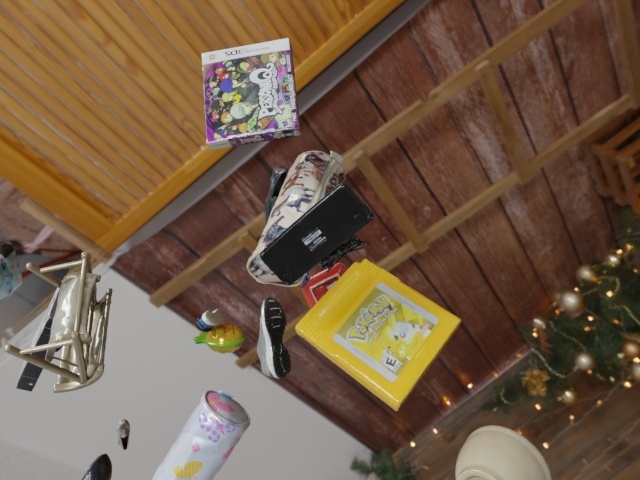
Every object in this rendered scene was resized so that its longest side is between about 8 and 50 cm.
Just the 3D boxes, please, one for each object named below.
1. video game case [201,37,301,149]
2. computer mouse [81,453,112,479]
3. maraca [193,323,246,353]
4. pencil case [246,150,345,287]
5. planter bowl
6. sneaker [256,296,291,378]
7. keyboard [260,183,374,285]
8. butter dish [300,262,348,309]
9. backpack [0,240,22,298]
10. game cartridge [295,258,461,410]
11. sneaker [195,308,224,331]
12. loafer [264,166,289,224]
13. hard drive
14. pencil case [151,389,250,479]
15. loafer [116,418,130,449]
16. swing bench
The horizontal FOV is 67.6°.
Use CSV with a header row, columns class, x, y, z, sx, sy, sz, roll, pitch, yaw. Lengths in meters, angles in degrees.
class,x,y,z,sx,sy,sz,roll,pitch,yaw
video game case,-0.158,-0.331,1.078,0.042,0.210,0.232,61,-157,-75
computer mouse,-0.784,0.869,1.618,0.072,0.272,0.189,22,156,9
maraca,-0.349,0.339,1.660,0.127,0.185,0.099,-28,-63,-72
pencil case,-0.050,-0.069,1.295,0.160,0.183,0.411,42,-131,-27
planter bowl,0.304,0.425,0.834,0.109,0.162,0.162,-11,-124,-48
sneaker,-0.176,0.328,1.616,0.100,0.107,0.272,6,-105,-48
keyboard,0.000,0.000,0.758,0.100,0.192,0.038,49,-157,-5
butter dish,0.045,0.167,1.489,0.160,0.159,0.118,63,-168,7
backpack,-1.122,0.114,1.625,0.144,0.165,0.189,-102,11,-55
game cartridge,0.145,0.218,1.219,0.323,0.285,0.053,33,153,23
sneaker,-0.381,0.274,1.589,0.058,0.084,0.152,54,-178,1
loafer,-0.142,-0.135,1.604,0.076,0.224,0.078,4,-167,-20
hard drive,-0.965,0.328,1.689,0.064,0.339,0.237,25,-159,-27
pencil case,-0.249,0.434,0.937,0.113,0.273,0.124,32,-179,-6
loafer,-0.675,0.670,1.646,0.045,0.125,0.039,-13,-142,-37
swing bench,-0.638,0.213,1.230,0.255,0.165,0.253,86,172,-51
